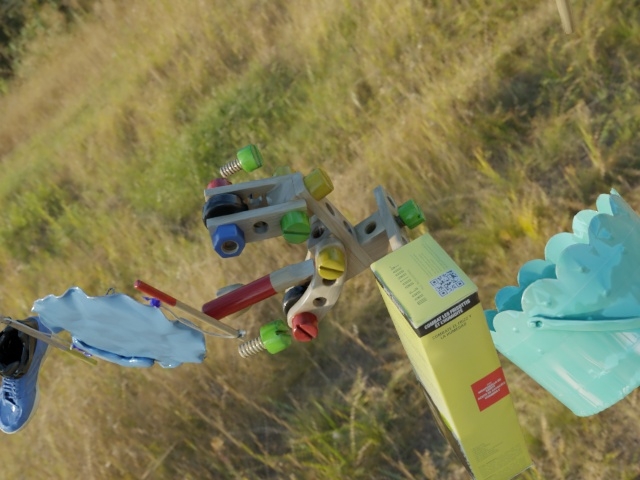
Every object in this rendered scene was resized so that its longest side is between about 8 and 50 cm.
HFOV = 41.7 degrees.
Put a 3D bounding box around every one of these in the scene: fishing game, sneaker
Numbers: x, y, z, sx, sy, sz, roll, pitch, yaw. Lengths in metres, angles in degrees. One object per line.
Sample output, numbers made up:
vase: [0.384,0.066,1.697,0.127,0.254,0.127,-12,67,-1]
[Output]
fishing game: [-0.204,0.088,0.879,0.264,0.189,0.041,-17,51,42]
sneaker: [-0.373,0.164,1.013,0.152,0.058,0.084,-68,-15,3]

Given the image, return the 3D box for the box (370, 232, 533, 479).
box: [0.113,0.109,0.698,0.058,0.232,0.087,-28,37,-5]

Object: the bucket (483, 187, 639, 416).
bucket: [0.363,0.086,1.127,0.281,0.183,0.281,-46,-6,-6]

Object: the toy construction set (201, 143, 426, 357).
toy construction set: [0.000,0.000,1.040,0.237,0.257,0.309,-25,15,16]

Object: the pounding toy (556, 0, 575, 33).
pounding toy: [0.204,-0.292,0.835,0.094,0.181,0.206,-1,30,17]
